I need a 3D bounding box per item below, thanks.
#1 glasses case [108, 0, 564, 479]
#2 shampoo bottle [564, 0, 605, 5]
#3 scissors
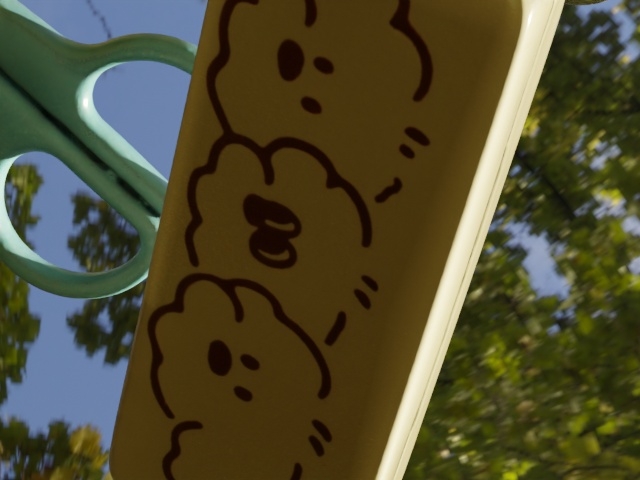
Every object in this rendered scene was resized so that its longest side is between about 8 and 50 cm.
[{"bbox_3d":[0.000,0.000,0.770,0.144,0.336,0.076,22,-150,12],"label":"glasses case"},{"bbox_3d":[0.179,-0.264,1.036,0.118,0.087,0.234,52,-134,-31],"label":"shampoo bottle"},{"bbox_3d":[-0.240,-0.151,0.973,0.447,0.029,0.192,43,-69,-13],"label":"scissors"}]
